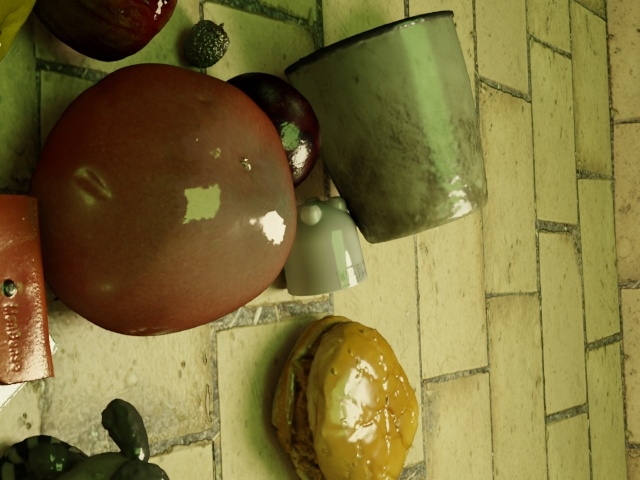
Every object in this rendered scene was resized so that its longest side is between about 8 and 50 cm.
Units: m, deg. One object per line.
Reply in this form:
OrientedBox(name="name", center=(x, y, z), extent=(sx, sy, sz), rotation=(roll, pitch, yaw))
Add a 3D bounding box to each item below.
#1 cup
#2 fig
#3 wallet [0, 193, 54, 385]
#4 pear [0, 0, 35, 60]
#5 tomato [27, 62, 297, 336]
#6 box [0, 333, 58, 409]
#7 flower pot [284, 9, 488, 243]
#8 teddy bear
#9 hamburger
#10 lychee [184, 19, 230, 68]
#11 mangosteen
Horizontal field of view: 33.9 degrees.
OrientedBox(name="cup", center=(0.008, 0.000, 1.728), extent=(0.173, 0.134, 0.141), rotation=(-25, 106, -54))
OrientedBox(name="fig", center=(-0.318, -0.323, 1.285), extent=(0.290, 0.191, 0.190), rotation=(8, 77, -15))
OrientedBox(name="wallet", center=(-0.348, 0.054, 1.107), extent=(0.142, 0.045, 0.204), rotation=(-3, 87, -56))
OrientedBox(name="pear", center=(-0.427, -0.310, 0.974), extent=(0.375, 0.287, 0.287), rotation=(54, 43, -19))
OrientedBox(name="tomato", center=(-0.189, -0.050, 1.296), extent=(0.341, 0.273, 0.341), rotation=(8, 81, -57))
OrientedBox(name="box", center=(-0.407, 0.148, 1.118), extent=(0.269, 0.079, 0.135), rotation=(-54, 130, -45))
OrientedBox(name="flower pot", center=(0.131, -0.181, 1.738), extent=(0.294, 0.294, 0.330), rotation=(-28, 100, -55))
OrientedBox(name="teddy bear", center=(-0.272, 0.273, 1.195), extent=(0.144, 0.251, 0.171), rotation=(22, 54, -56))
OrientedBox(name="hamburger", center=(0.049, 0.271, 1.746), extent=(0.319, 0.158, 0.318), rotation=(12, 76, -58))
OrientedBox(name="lychee", center=(-0.166, -0.289, 1.544), extent=(0.083, 0.068, 0.067), rotation=(-54, 152, -24))
OrientedBox(name="mangosteen", center=(-0.110, -0.153, 1.514), extent=(0.231, 0.194, 0.194), rotation=(4, 84, -47))
